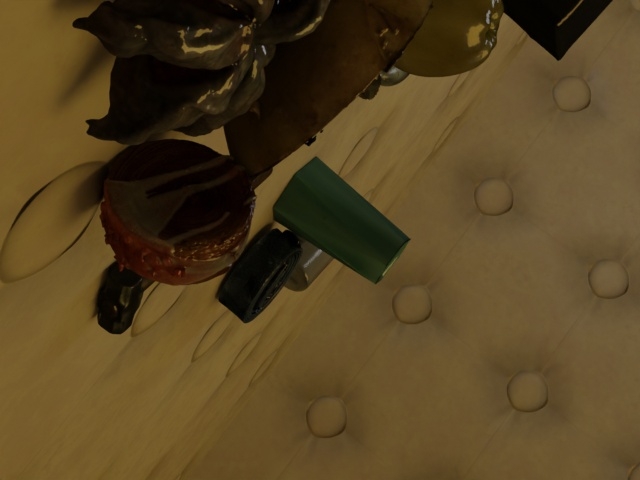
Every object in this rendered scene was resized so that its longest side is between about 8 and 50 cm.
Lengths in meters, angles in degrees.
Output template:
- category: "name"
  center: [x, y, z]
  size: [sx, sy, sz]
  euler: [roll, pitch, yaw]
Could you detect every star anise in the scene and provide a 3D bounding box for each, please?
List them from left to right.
- category: "star anise"
  center: [-0.086, -0.183, 0.709]
  size: [0.359, 0.139, 0.316]
  euler: [-44, 161, -43]

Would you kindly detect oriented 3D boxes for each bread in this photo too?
- category: "bread"
  center: [-0.150, -0.030, 0.900]
  size: [0.160, 0.160, 0.073]
  euler: [-46, 168, -35]

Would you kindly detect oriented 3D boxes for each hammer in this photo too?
- category: "hammer"
  center: [-0.176, -0.014, 1.209]
  size: [0.365, 0.043, 0.111]
  euler: [-48, 168, -42]

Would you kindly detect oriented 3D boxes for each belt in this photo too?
- category: "belt"
  center: [-0.112, 0.062, 1.639]
  size: [0.190, 0.082, 0.141]
  euler: [-55, 168, 17]

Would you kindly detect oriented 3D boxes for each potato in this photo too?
- category: "potato"
  center: [-0.021, -0.202, 0.919]
  size: [0.299, 0.116, 0.239]
  euler: [-40, -151, 24]

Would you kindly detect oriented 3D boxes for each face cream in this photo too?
- category: "face cream"
  center: [0.000, 0.000, 1.902]
  size: [0.252, 0.101, 0.101]
  euler: [-46, 168, -37]

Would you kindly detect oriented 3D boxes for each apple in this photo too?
- category: "apple"
  center: [0.171, -0.337, 1.285]
  size: [0.200, 0.200, 0.200]
  euler: [-51, 170, -12]

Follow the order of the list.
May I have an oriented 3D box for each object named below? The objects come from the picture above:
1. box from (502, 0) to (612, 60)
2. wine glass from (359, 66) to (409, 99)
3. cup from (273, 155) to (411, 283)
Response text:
- category: "box"
  center: [0.405, -0.514, 1.394]
  size: [0.345, 0.251, 0.204]
  euler: [-47, 166, 5]
- category: "wine glass"
  center: [0.106, -0.290, 1.491]
  size: [0.066, 0.066, 0.198]
  euler: [-58, 172, 28]
- category: "cup"
  center: [0.046, -0.033, 1.601]
  size: [0.148, 0.235, 0.134]
  euler: [-58, 171, 18]
